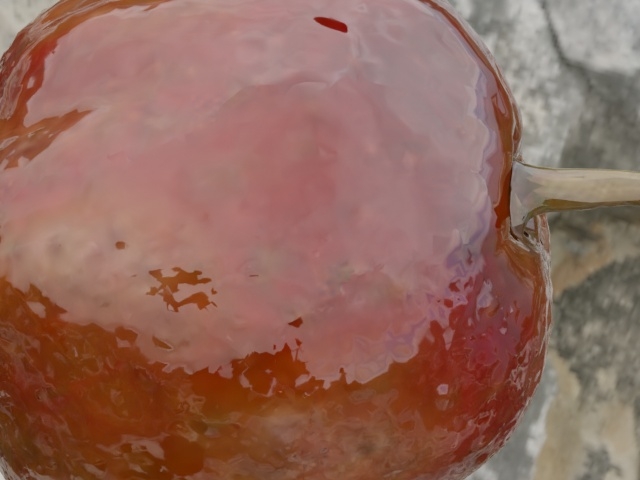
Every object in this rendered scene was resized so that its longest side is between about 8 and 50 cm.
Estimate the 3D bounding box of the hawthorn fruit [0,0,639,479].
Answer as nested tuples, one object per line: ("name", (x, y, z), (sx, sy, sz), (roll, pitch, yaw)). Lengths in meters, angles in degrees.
("hawthorn fruit", (0.000, 0.000, 0.696), (0.330, 0.287, 0.287), (-9, 49, 20))
